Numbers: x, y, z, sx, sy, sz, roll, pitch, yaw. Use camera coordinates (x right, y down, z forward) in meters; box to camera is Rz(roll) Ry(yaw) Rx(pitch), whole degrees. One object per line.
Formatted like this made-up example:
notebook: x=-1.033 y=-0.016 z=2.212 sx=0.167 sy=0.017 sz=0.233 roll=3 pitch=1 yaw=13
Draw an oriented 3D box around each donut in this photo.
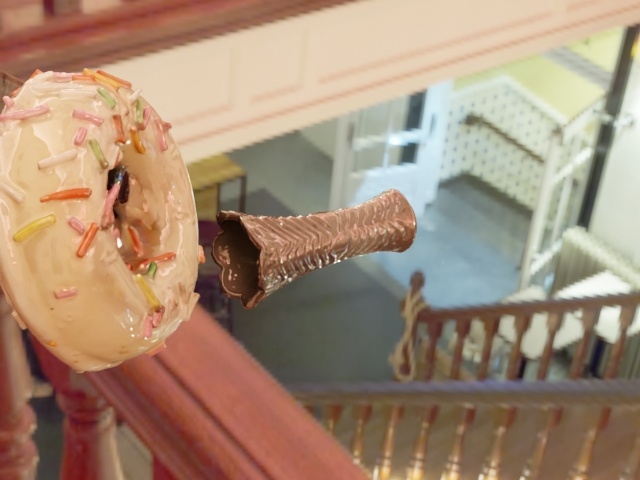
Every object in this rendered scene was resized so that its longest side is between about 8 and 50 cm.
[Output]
donut: x=-0.264 y=-0.030 z=1.540 sx=0.142 sy=0.383 sz=0.383 roll=-9 pitch=31 yaw=19

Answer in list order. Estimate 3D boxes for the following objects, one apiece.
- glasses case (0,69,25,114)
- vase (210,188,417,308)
glasses case: x=-0.483 y=-0.194 z=1.821 sx=0.060 sy=0.114 sz=0.299 roll=20 pitch=-1 yaw=7
vase: x=0.000 y=0.000 z=1.458 sx=0.237 sy=0.115 sz=0.115 roll=-13 pitch=39 yaw=-33
